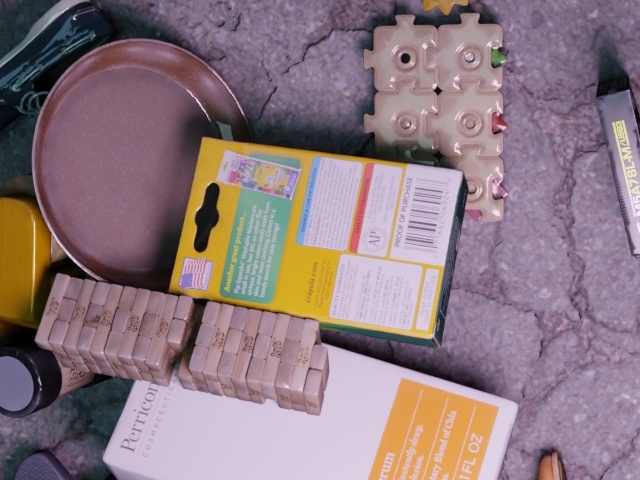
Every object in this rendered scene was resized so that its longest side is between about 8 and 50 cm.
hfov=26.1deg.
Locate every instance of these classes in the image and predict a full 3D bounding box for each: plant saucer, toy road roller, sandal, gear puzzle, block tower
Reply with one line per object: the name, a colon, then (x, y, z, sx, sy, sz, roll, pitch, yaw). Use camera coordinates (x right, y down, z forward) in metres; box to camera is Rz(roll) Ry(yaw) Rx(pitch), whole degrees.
plant saucer: (-0.218, -0.089, 1.693, 0.050, 0.310, 0.311, -5, 103, 54)
toy road roller: (-0.399, 0.057, 1.787, 0.240, 0.202, 0.330, 13, 105, 23)
sandal: (-0.342, 0.399, 1.923, 0.097, 0.054, 0.254, -21, 105, 24)
gear puzzle: (0.142, -0.192, 1.686, 0.175, 0.044, 0.339, 1, 99, 15)
block tower: (-0.156, 0.123, 1.630, 0.335, 0.097, 0.091, 11, 66, 7)

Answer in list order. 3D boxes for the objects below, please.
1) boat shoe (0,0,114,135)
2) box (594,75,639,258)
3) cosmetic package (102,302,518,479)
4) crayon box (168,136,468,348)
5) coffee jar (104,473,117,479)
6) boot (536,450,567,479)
boat shoe: (-0.365, -0.203, 1.777, 0.254, 0.095, 0.079, -44, 78, 9)
box: (0.353, -0.088, 1.574, 0.045, 0.190, 0.184, -15, 98, 15)
cosmetic package: (-0.008, 0.255, 1.701, 0.453, 0.161, 0.230, 15, 68, 10)
crayon box: (0.000, 0.000, 1.653, 0.322, 0.083, 0.203, 9, 78, 13)
coffee jar: (-0.248, 0.404, 1.871, 0.079, 0.096, 0.184, -22, 95, 14)
boot: (0.236, 0.356, 1.760, 0.152, 0.073, 0.197, 5, 100, 17)
